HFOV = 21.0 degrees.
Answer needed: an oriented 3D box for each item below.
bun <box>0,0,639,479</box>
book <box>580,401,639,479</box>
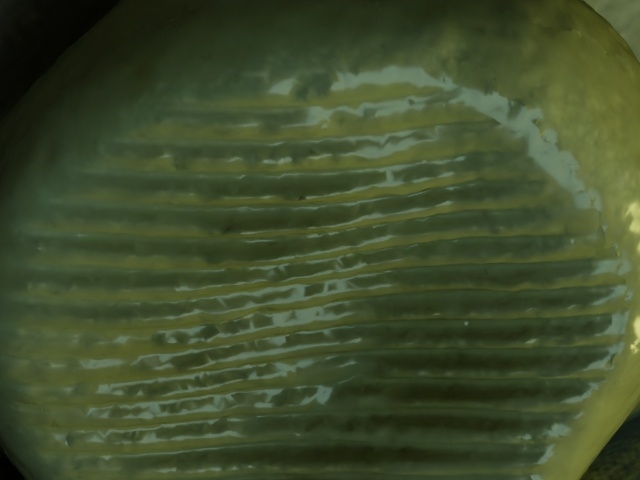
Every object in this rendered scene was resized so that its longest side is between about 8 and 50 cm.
[{"bbox_3d":[0.000,0.000,0.510,0.222,0.127,0.222,3,127,4],"label":"bun"},{"bbox_3d":[0.216,0.123,0.796,0.228,0.018,0.322,-31,137,3],"label":"book"}]
